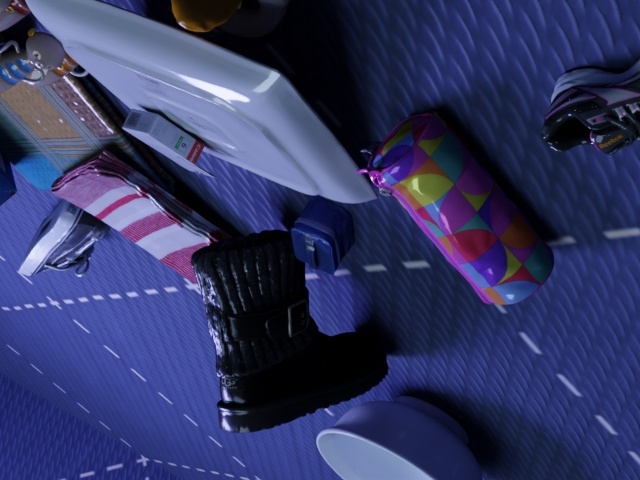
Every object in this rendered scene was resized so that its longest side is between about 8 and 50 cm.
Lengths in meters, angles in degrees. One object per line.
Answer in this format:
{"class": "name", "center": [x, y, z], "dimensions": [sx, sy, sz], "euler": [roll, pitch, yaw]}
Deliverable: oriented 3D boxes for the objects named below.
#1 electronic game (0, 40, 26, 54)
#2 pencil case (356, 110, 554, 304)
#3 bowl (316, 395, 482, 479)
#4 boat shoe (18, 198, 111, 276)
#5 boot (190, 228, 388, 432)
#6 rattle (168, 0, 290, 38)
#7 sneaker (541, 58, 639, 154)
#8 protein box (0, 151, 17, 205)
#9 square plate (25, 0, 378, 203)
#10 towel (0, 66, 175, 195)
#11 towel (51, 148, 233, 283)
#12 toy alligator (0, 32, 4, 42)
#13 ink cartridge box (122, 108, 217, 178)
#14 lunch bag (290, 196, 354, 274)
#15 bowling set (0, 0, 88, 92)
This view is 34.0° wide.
{"class": "electronic game", "center": [-0.507, -0.221, 1.412], "dimensions": [0.229, 0.229, 0.048], "euler": [-5, 109, 53]}
{"class": "pencil case", "center": [0.146, -0.030, 1.113], "dimensions": [0.236, 0.104, 0.104], "euler": [44, 153, -20]}
{"class": "bowl", "center": [0.151, 0.351, 1.722], "dimensions": [0.297, 0.134, 0.298], "euler": [27, 153, 15]}
{"class": "boat shoe", "center": [-0.453, 0.003, 1.875], "dimensions": [0.105, 0.113, 0.306], "euler": [30, 143, -19]}
{"class": "boot", "center": [-0.031, 0.108, 1.501], "dimensions": [0.131, 0.348, 0.260], "euler": [-6, 94, 36]}
{"class": "rattle", "center": [-0.127, -0.223, 1.066], "dimensions": [0.130, 0.143, 0.199], "euler": [33, 153, -32]}
{"class": "sneaker", "center": [0.260, -0.105, 0.871], "dimensions": [0.072, 0.077, 0.178], "euler": [44, 152, -22]}
{"class": "protein box", "center": [-0.617, -0.140, 1.696], "dimensions": [0.200, 0.136, 0.201], "euler": [51, 179, -31]}
{"class": "square plate", "center": [-0.132, -0.151, 1.167], "dimensions": [0.347, 0.049, 0.344], "euler": [24, 172, 24]}
{"class": "towel", "center": [-0.410, -0.169, 1.606], "dimensions": [0.370, 0.040, 0.271], "euler": [4, 142, 44]}
{"class": "towel", "center": [-0.250, -0.014, 1.632], "dimensions": [0.329, 0.037, 0.237], "euler": [35, 157, -21]}
{"class": "toy alligator", "center": [-0.475, -0.288, 1.457], "dimensions": [0.056, 0.051, 0.189], "euler": [47, 152, -25]}
{"class": "ink cartridge box", "center": [-0.174, -0.115, 1.250], "dimensions": [0.115, 0.029, 0.063], "euler": [32, 171, -40]}
{"class": "lunch bag", "center": [0.000, 0.000, 1.375], "dimensions": [0.067, 0.065, 0.098], "euler": [24, 152, 21]}
{"class": "bowling set", "center": [-0.364, -0.245, 1.217], "dimensions": [0.154, 0.200, 0.287], "euler": [-20, 138, 22]}
